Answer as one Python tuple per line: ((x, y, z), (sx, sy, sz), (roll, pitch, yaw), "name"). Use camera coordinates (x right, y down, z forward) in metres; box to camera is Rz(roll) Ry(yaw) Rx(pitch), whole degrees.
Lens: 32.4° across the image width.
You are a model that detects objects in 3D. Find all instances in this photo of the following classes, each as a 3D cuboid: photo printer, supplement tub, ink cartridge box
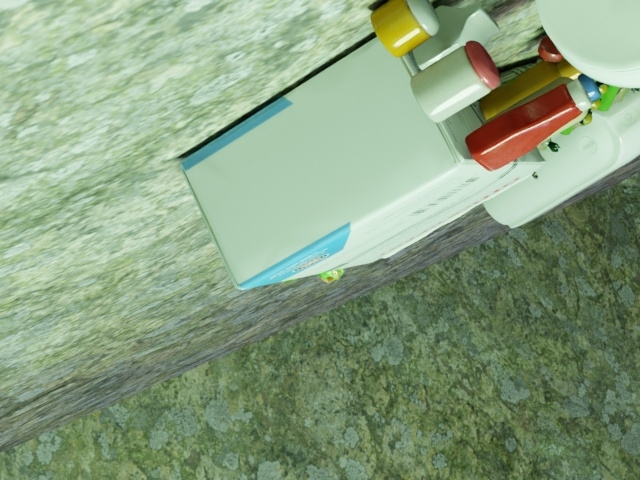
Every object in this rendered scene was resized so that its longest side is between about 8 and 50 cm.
((0.395, -0.153, 1.565), (0.256, 0.107, 0.307), (-35, 178, -33), "photo printer")
((0.253, -0.188, 0.833), (0.144, 0.144, 0.199), (-31, 171, 30), "supplement tub")
((0.053, -0.070, 1.017), (0.223, 0.129, 0.307), (-30, 171, 22), "ink cartridge box")

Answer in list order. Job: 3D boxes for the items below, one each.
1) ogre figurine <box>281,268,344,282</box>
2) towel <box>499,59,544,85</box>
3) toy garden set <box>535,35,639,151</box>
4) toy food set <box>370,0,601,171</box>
((0.000, 0.000, 1.474), (0.197, 0.097, 0.118), (-13, -164, 25), "ogre figurine")
((0.210, -0.147, 1.367), (0.312, 0.056, 0.324), (-24, 170, -37), "towel")
((0.292, -0.169, 1.204), (0.244, 0.049, 0.204), (-31, 155, -26), "toy garden set")
((0.144, -0.131, 0.849), (0.104, 0.111, 0.232), (-30, 149, 22), "toy food set")
